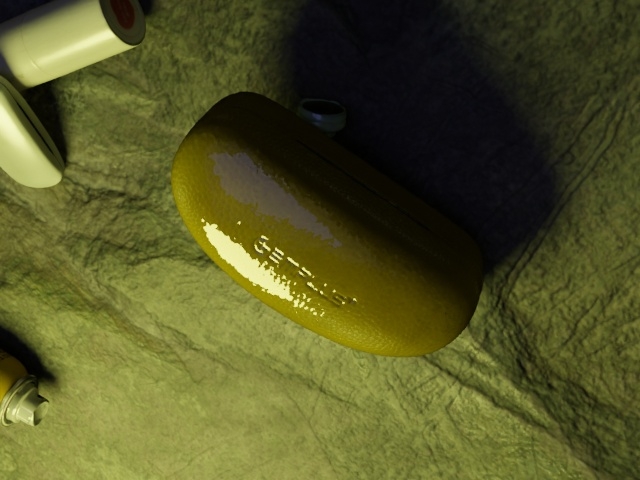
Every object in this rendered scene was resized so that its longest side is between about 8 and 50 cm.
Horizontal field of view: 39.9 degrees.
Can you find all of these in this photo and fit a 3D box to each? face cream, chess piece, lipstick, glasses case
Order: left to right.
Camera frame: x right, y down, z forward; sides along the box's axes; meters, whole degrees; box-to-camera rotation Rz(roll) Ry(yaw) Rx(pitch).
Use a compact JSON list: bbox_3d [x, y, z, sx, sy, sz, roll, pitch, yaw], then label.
[{"bbox_3d":[-0.563,0.179,1.329,0.349,0.105,0.105,28,116,11],"label":"face cream"},{"bbox_3d":[-0.399,-0.140,1.135,0.076,0.049,0.197,-5,141,16],"label":"glasses case"},{"bbox_3d":[-0.376,-0.237,1.114,0.327,0.087,0.087,-13,103,26],"label":"lipstick"},{"bbox_3d":[-0.010,-0.090,1.042,0.059,0.059,0.149,20,119,14],"label":"chess piece"},{"bbox_3d":[0.000,0.000,0.983,0.371,0.141,0.173,34,125,-6],"label":"glasses case"}]
